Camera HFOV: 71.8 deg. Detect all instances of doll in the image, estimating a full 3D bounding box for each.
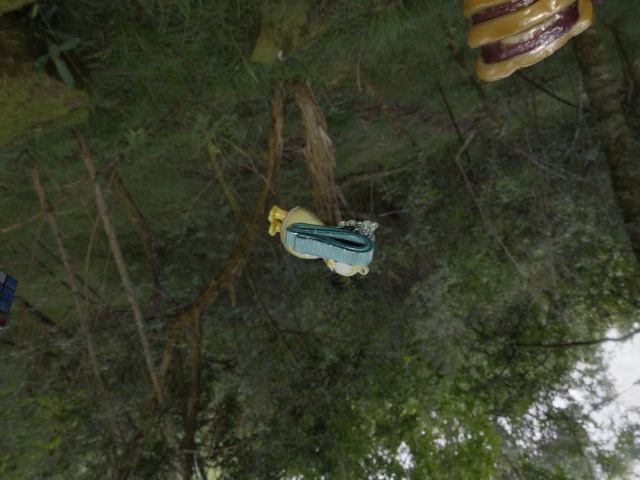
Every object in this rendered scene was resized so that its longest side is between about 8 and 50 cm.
[{"bbox_3d":[-0.008,0.006,1.111,0.117,0.296,0.141,-33,145,-36],"label":"doll"}]

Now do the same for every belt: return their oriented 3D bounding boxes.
[{"bbox_3d":[0.021,-0.006,0.887,0.179,0.100,0.065,12,133,3],"label":"belt"}]

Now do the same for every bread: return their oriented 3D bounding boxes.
[{"bbox_3d":[0.221,-0.309,0.503,0.134,0.225,0.081,-7,-169,38],"label":"bread"}]

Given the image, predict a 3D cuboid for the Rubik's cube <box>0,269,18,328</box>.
[{"bbox_3d":[-0.540,0.088,0.665,0.092,0.092,0.092,-20,139,5],"label":"Rubik's cube"}]
